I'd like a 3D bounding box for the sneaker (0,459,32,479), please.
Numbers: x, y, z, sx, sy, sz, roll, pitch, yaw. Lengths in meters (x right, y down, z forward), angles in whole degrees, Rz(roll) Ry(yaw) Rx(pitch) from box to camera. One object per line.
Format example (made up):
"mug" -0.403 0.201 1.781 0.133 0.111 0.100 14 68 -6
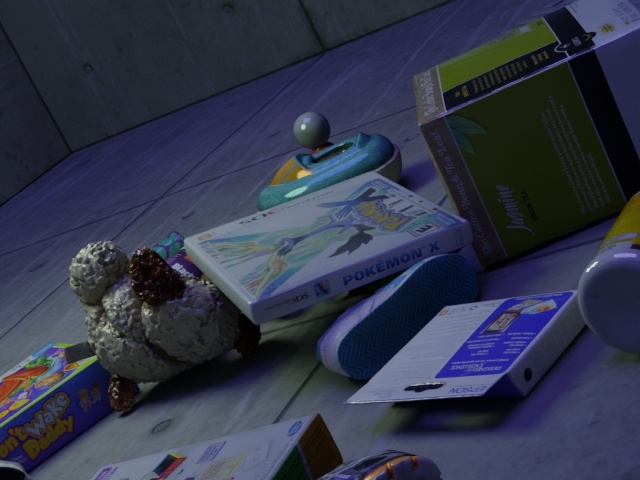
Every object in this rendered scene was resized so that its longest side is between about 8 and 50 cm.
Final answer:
"sneaker" -0.500 0.328 1.855 0.263 0.099 0.121 1 2 -9

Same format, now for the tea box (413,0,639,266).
"tea box" 0.312 -0.164 1.954 0.324 0.220 0.329 -23 15 10

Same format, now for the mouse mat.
"mouse mat" 0.140 0.021 2.043 0.153 0.007 0.190 -12 22 43

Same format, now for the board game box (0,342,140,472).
"board game box" -0.461 0.274 2.079 0.347 0.078 0.233 -36 17 -31

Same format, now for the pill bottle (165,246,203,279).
"pill bottle" -0.213 0.075 2.264 0.108 0.108 0.193 -10 23 48

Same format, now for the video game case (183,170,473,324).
"video game case" 0.000 0.000 1.903 0.300 0.036 0.329 -21 20 -14

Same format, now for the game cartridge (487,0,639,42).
"game cartridge" 0.440 -0.349 2.372 0.230 0.068 0.355 -38 20 -27

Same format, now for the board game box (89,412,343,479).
"board game box" -0.160 0.299 1.514 0.317 0.064 0.242 -17 18 32

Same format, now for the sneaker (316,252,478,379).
"sneaker" 0.093 0.085 1.762 0.229 0.087 0.092 -31 13 -23

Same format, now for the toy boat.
"toy boat" 0.004 -0.127 2.488 0.268 0.148 0.318 -26 15 6

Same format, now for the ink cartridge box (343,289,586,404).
"ink cartridge box" 0.160 0.131 1.566 0.206 0.045 0.208 -10 22 47

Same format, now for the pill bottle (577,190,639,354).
"pill bottle" 0.350 0.017 1.485 0.117 0.117 0.215 -16 19 36

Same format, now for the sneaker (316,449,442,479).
"sneaker" 0.008 0.258 1.351 0.215 0.084 0.083 -20 13 -13

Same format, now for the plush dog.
"plush dog" -0.210 0.116 1.989 0.225 0.262 0.210 -25 45 45

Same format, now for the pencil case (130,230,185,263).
"pencil case" -0.309 0.044 2.611 0.152 0.064 0.070 -33 41 -21

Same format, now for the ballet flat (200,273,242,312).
"ballet flat" -0.030 0.041 2.094 0.342 0.116 0.124 -20 26 13
